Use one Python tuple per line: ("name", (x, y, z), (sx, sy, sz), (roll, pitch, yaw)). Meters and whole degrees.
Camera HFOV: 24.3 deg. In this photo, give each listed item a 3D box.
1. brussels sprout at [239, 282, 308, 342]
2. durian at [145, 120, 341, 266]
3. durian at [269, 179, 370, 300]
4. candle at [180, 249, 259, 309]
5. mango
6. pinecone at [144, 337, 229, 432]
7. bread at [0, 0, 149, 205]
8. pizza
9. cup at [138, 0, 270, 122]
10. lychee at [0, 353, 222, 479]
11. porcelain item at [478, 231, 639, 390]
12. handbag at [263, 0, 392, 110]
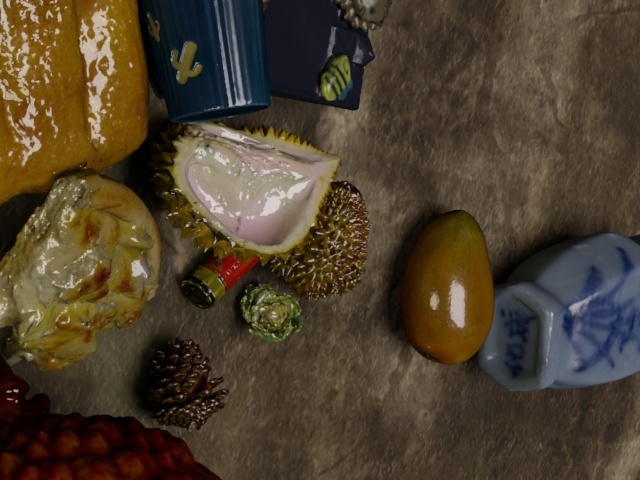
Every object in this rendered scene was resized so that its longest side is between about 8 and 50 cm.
("brussels sprout", (-0.068, 0.091, 1.905), (0.085, 0.058, 0.085), (7, 78, -35))
("durian", (-0.108, -0.053, 1.745), (0.250, 0.138, 0.183), (8, 76, -44))
("durian", (0.000, 0.000, 1.892), (0.158, 0.137, 0.168), (-69, 179, -83))
("candle", (-0.114, 0.027, 1.838), (0.130, 0.052, 0.052), (-47, 132, -30))
("mango", (0.181, 0.068, 2.132), (0.151, 0.120, 0.221), (-12, 103, -50))
("pinecone", (-0.163, 0.174, 1.789), (0.102, 0.102, 0.109), (-18, 106, -44))
("bread", (-0.313, -0.202, 1.470), (0.337, 0.148, 0.328), (-23, 118, -44))
("pizza", (-0.256, 0.048, 1.580), (0.223, 0.089, 0.323), (-46, 161, -12))
("cup", (-0.131, -0.205, 1.576), (0.131, 0.176, 0.155), (-9, 88, -43))
("lychee", (-0.266, 0.352, 1.507), (0.425, 0.425, 0.500), (-11, 81, -46))
("porcelain item", (0.424, 0.112, 2.371), (0.405, 0.178, 0.242), (-14, 112, -43))
("handbag", (-0.035, -0.321, 1.772), (0.329, 0.122, 0.303), (7, 96, -50))
